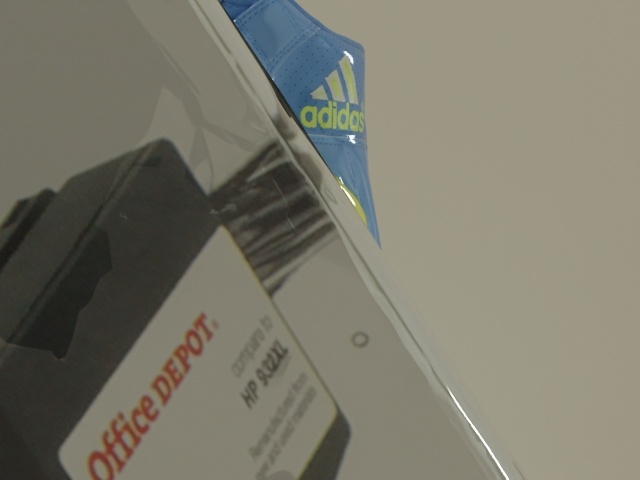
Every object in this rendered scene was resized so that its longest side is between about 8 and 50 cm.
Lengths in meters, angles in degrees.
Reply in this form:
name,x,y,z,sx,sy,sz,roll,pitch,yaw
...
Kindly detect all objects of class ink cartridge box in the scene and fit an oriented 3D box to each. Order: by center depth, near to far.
name,x,y,z,sx,sy,sz,roll,pitch,yaw
ink cartridge box,-0.040,0.038,0.428,0.129,0.223,0.307,-32,-88,1

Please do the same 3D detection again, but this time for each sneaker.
name,x,y,z,sx,sy,sz,roll,pitch,yaw
sneaker,0.000,0.000,0.663,0.091,0.126,0.240,7,-32,28
